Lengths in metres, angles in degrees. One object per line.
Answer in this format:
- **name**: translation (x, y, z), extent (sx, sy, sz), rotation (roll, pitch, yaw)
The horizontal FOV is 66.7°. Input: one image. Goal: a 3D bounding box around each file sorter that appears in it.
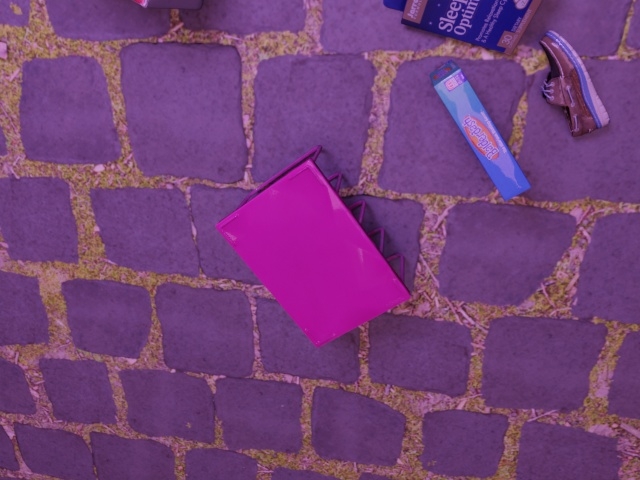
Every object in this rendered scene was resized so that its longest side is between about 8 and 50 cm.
- **file sorter**: translation (0.000, 0.000, 0.897), extent (0.202, 0.182, 0.291), rotation (-32, 106, 20)

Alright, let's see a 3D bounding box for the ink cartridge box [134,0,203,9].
- **ink cartridge box**: translation (-0.342, -0.463, 0.694), extent (0.309, 0.272, 0.130), rotation (26, 116, -2)

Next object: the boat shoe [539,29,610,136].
- **boat shoe**: translation (0.393, -0.245, 0.780), extent (0.066, 0.066, 0.183), rotation (-32, 105, 23)

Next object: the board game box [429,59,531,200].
- **board game box**: translation (0.252, -0.182, 0.782), extent (0.047, 0.160, 0.210), rotation (-31, 105, 22)

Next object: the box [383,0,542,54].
- **box**: translation (0.211, -0.372, 0.733), extent (0.225, 0.037, 0.136), rotation (18, 152, 3)
